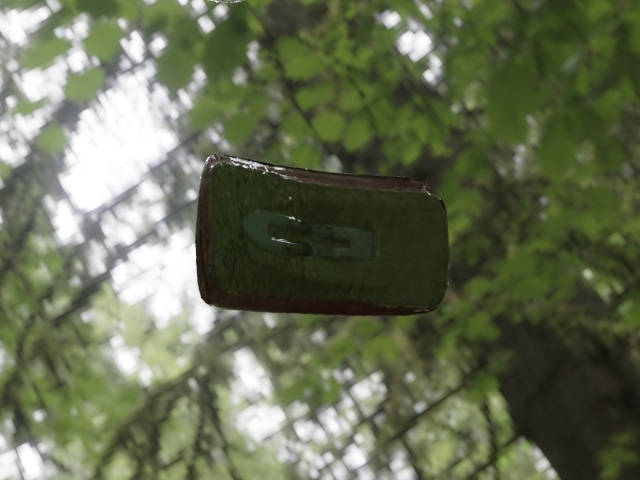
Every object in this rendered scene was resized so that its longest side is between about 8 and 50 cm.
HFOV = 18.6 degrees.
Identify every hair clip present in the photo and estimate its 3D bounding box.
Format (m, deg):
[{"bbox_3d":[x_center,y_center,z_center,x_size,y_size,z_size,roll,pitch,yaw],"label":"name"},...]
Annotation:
[{"bbox_3d":[-0.001,0.000,0.705,0.137,0.022,0.054,4,-94,-49],"label":"hair clip"}]

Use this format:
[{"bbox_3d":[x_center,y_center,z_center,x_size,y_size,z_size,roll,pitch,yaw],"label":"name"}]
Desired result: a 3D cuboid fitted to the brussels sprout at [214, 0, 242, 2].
[{"bbox_3d":[-0.047,-0.239,1.238,0.183,0.131,0.145,-65,-4,7],"label":"brussels sprout"}]
